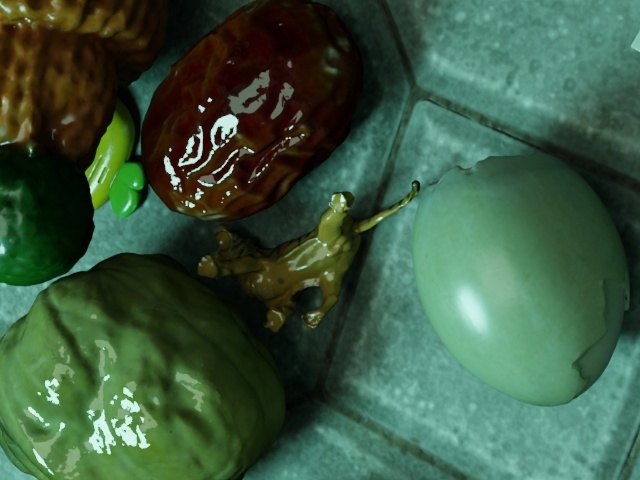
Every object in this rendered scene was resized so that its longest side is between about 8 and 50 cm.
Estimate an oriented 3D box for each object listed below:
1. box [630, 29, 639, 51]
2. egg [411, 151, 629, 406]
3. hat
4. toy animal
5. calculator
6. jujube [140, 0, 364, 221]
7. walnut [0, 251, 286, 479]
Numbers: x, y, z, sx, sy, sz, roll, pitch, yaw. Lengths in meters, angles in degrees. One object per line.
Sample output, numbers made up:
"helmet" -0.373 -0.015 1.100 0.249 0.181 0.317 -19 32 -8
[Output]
"box" 0.351 -0.166 1.361 0.152 0.048 0.100 37 116 23
"egg" 0.176 0.039 1.411 0.183 0.183 0.217 -19 75 33
"hat" -0.268 -0.146 1.618 0.285 0.285 0.400 -13 78 34
"toy animal" 0.003 0.008 1.590 0.255 0.116 0.114 -24 103 27
"calculator" -0.276 -0.114 1.787 0.235 0.032 0.146 41 115 26
"jujube" -0.067 -0.125 1.568 0.250 0.174 0.174 -35 76 28
"walnut" -0.185 0.152 1.615 0.277 0.253 0.282 41 108 2
